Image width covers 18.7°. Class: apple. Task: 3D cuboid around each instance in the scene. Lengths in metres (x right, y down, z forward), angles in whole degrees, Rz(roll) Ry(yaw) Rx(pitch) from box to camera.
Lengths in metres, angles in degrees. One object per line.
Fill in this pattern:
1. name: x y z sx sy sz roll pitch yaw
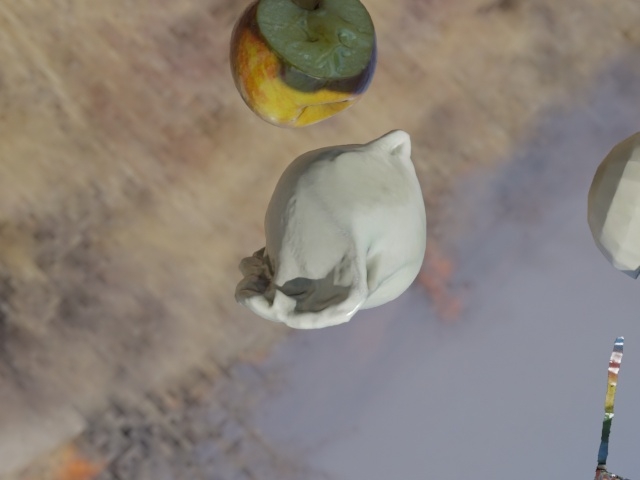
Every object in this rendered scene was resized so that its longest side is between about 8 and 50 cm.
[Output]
1. apple: -0.026 -0.235 2.445 0.195 0.173 0.160 -10 168 -32

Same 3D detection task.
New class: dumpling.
1. dumpling: 0.000 0.000 1.440 0.151 0.124 0.229 -24 -158 24

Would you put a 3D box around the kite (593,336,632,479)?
1. kite: 0.324 0.233 1.924 0.015 0.152 0.285 107 -10 -84

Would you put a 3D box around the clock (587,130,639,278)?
1. clock: 0.444 0.009 1.785 0.342 0.326 0.184 5 113 -34
